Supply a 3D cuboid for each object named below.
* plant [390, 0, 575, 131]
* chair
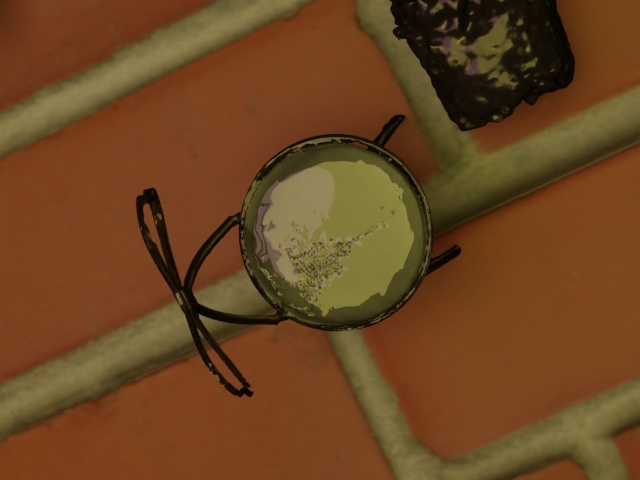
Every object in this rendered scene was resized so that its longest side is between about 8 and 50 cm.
[{"bbox_3d":[0.118,-0.194,1.408,0.142,0.131,0.203,-28,89,14],"label":"plant"},{"bbox_3d":[0.000,0.000,1.347,0.170,0.326,0.159,-22,91,12],"label":"chair"}]
